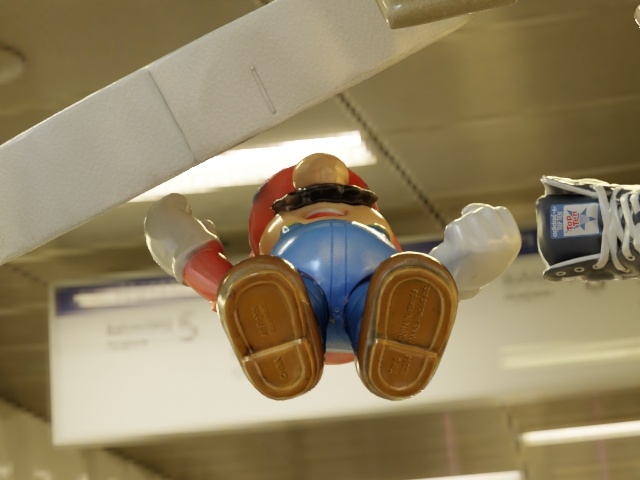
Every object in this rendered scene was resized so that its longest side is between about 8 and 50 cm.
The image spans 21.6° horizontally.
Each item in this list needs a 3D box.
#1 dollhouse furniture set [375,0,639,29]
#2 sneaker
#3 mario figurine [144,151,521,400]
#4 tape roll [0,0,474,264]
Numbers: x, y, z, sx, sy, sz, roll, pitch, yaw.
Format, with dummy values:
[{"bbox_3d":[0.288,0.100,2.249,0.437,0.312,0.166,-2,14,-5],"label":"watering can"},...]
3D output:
[{"bbox_3d":[0.128,-0.177,0.631,0.259,0.135,0.262,-14,-48,-2],"label":"dollhouse furniture set"},{"bbox_3d":[0.273,-0.020,1.378,0.153,0.099,0.282,4,-12,-14],"label":"sneaker"},{"bbox_3d":[0.000,0.000,1.070,0.198,0.170,0.320,35,5,-7],"label":"mario figurine"},{"bbox_3d":[-0.078,-0.097,1.176,0.392,0.072,0.392,-27,4,2],"label":"tape roll"}]
